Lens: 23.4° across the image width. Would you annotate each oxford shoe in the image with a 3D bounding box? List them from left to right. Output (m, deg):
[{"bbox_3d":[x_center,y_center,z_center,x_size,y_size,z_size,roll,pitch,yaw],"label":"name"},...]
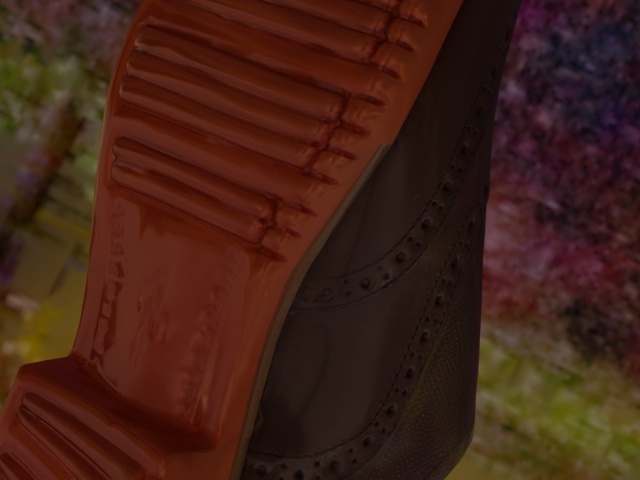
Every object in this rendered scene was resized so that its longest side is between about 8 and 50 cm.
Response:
[{"bbox_3d":[0.000,0.000,0.522,0.133,0.363,0.130,18,-170,-41],"label":"oxford shoe"}]
